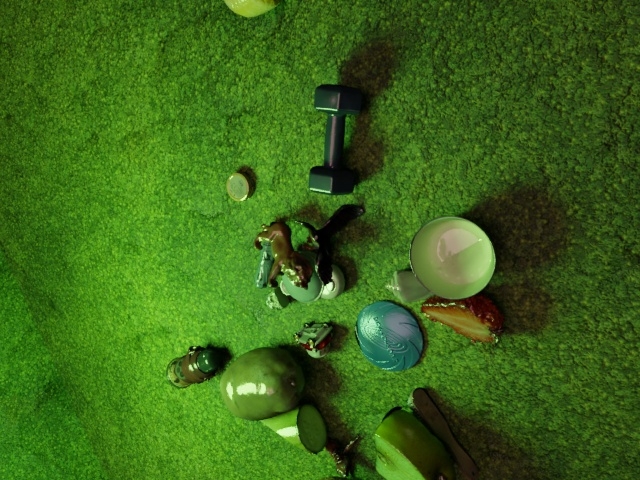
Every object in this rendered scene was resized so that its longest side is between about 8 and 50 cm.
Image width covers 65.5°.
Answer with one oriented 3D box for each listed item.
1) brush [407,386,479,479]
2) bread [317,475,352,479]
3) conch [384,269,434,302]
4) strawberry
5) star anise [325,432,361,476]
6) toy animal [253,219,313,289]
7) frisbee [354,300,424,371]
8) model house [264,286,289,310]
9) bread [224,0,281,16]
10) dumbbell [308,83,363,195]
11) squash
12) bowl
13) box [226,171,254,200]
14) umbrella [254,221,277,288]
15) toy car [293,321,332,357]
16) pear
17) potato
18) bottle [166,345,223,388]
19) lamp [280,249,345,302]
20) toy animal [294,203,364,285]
[{"bbox_3d":[0.381,0.617,1.577,0.328,0.070,0.065,54,140,7],"label":"brush"},{"bbox_3d":[0.078,0.928,1.754,0.313,0.192,0.171,22,95,-9],"label":"bread"},{"bbox_3d":[0.285,0.137,1.517,0.176,0.094,0.105,-7,85,4],"label":"conch"},{"bbox_3d":[0.422,0.196,1.429,0.235,0.107,0.175,31,150,18],"label":"strawberry"},{"bbox_3d":[0.097,0.757,1.788,0.158,0.144,0.140,55,167,16],"label":"star anise"},{"bbox_3d":[-0.118,0.036,1.622,0.157,0.097,0.313,-34,63,24],"label":"toy animal"},{"bbox_3d":[0.214,0.315,1.610,0.241,0.045,0.242,7,104,30],"label":"frisbee"},{"bbox_3d":[-0.163,0.218,1.796,0.083,0.066,0.079,-32,83,34],"label":"model house"},{"bbox_3d":[-0.203,-0.789,1.510,0.170,0.197,0.197,-11,96,39],"label":"bread"},{"bbox_3d":[0.043,-0.301,1.502,0.159,0.144,0.325,14,110,29],"label":"dumbbell"},{"bbox_3d":[-0.123,0.711,1.823,0.260,0.189,0.189,-28,87,28],"label":"squash"},{"bbox_3d":[0.380,0.037,1.393,0.237,0.126,0.238,7,105,29],"label":"bowl"},{"bbox_3d":[-0.288,-0.193,1.786,0.105,0.037,0.106,7,105,29],"label":"box"},{"bbox_3d":[-0.189,0.053,1.778,0.053,0.052,0.251,36,116,58],"label":"umbrella"},{"bbox_3d":[-0.018,0.353,1.730,0.139,0.112,0.112,-1,118,41],"label":"toy car"},{"bbox_3d":[0.297,0.662,1.532,0.292,0.159,0.293,36,147,28],"label":"pear"},{"bbox_3d":[-0.203,0.512,1.793,0.326,0.221,0.243,-27,43,27],"label":"potato"},{"bbox_3d":[-0.506,0.504,2.028,0.271,0.143,0.156,-29,112,35],"label":"bottle"},{"bbox_3d":[-0.037,0.129,1.676,0.245,0.108,0.180,10,111,28],"label":"lamp"},{"bbox_3d":[-0.010,0.002,1.578,0.197,0.273,0.160,23,158,-13],"label":"toy animal"}]
